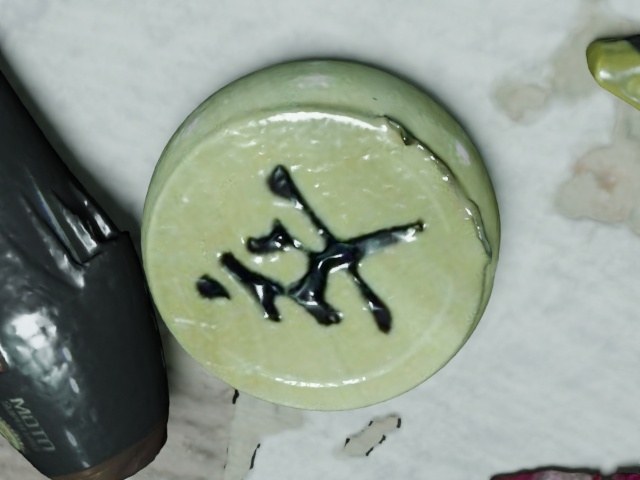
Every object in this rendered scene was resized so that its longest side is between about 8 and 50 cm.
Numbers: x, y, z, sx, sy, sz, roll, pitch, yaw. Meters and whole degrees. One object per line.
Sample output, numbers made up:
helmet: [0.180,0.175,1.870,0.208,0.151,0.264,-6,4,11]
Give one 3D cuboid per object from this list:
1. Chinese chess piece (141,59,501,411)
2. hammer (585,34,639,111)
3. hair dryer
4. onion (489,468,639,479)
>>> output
Chinese chess piece: [0.000,0.000,0.620,0.188,0.083,0.188,2,116,4]
hammer: [0.222,-0.148,0.547,0.159,0.041,0.226,35,113,-7]
hair dryer: [-0.269,0.029,0.673,0.359,0.120,0.304,-22,102,25]
onion: [0.139,0.285,0.703,0.314,0.146,0.280,-5,110,14]
